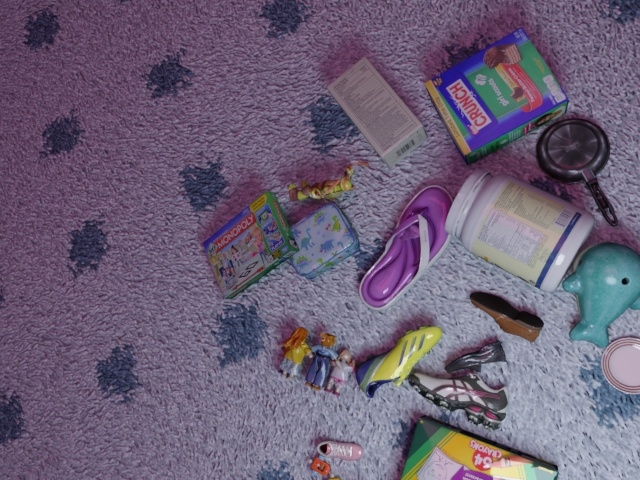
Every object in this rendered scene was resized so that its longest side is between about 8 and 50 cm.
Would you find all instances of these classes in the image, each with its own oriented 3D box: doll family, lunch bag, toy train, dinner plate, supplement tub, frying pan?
[{"bbox_3d":[-0.023,0.344,1.771,0.262,0.118,0.163,16,84,22],"label":"doll family"},{"bbox_3d":[0.000,0.000,1.853,0.219,0.090,0.176,-34,70,11],"label":"lunch bag"},{"bbox_3d":[0.004,0.709,1.725,0.125,0.046,0.166,19,82,23],"label":"toy train"},{"bbox_3d":[0.795,0.320,1.539,0.141,0.017,0.141,-5,77,20],"label":"dinner plate"},{"bbox_3d":[0.522,-0.034,1.595,0.324,0.235,0.235,30,90,23],"label":"supplement tub"},{"bbox_3d":[0.705,-0.194,1.670,0.197,0.053,0.326,-4,74,20],"label":"frying pan"}]

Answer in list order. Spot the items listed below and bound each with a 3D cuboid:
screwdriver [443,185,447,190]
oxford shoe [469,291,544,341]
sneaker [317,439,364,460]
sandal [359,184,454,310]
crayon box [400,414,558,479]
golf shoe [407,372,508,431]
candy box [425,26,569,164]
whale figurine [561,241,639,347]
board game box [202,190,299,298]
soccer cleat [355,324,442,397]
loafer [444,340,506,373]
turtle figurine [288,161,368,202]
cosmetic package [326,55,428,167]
[{"bbox_3d":[0.394,-0.090,1.769,0.025,0.024,0.170,-19,68,-15],"label":"screwdriver"},{"bbox_3d":[0.497,0.211,1.646,0.212,0.076,0.076,32,130,33],"label":"oxford shoe"},{"bbox_3d":[0.052,0.601,1.716,0.134,0.070,0.051,4,78,19],"label":"sneaker"},{"bbox_3d":[0.257,0.026,1.747,0.169,0.102,0.416,31,91,23],"label":"sandal"},{"bbox_3d":[0.389,0.672,1.560,0.362,0.106,0.313,16,84,22],"label":"crayon box"},{"bbox_3d":[0.374,0.412,1.639,0.272,0.105,0.120,22,70,17],"label":"golf shoe"},{"bbox_3d":[0.503,-0.414,1.746,0.317,0.122,0.268,-29,71,13],"label":"candy box"},{"bbox_3d":[0.726,0.141,1.527,0.216,0.141,0.272,17,94,-1],"label":"whale figurine"},{"bbox_3d":[-0.227,0.019,1.904,0.317,0.046,0.214,-36,68,29],"label":"board game box"},{"bbox_3d":[0.229,0.342,1.687,0.289,0.093,0.121,-35,50,16],"label":"soccer cleat"},{"bbox_3d":[0.424,0.334,1.647,0.170,0.062,0.061,-27,76,14],"label":"loafer"},{"bbox_3d":[0.024,-0.165,1.852,0.217,0.269,0.087,-5,114,39],"label":"turtle figurine"},{"bbox_3d":[0.175,-0.398,1.865,0.160,0.113,0.309,-37,68,9],"label":"cosmetic package"}]
